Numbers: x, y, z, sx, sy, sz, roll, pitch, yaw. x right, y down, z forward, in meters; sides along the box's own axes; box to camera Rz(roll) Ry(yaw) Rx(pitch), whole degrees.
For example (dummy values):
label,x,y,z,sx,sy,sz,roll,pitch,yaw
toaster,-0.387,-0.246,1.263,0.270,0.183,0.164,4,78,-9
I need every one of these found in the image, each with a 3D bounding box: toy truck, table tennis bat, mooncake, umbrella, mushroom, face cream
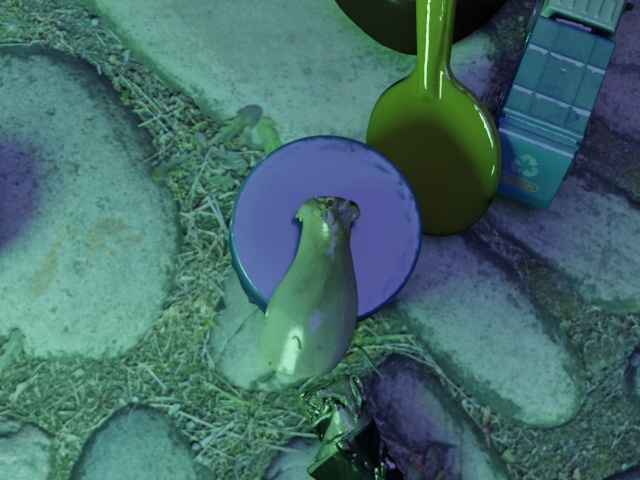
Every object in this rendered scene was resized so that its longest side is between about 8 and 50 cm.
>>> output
label,x,y,z,sx,sy,sz,roll,pitch,yaw
toy truck,0.344,-0.228,1.514,0.146,0.175,0.367,20,74,4
table tennis bat,0.157,-0.185,1.447,0.224,0.054,0.368,12,111,37
mooncake,0.150,-0.444,1.556,0.334,0.174,0.325,9,73,1
umbrella,0.082,0.347,1.375,0.106,0.113,0.357,-24,77,-32
mushroom,-0.003,0.054,1.232,0.116,0.093,0.225,14,85,18
face cream,0.000,0.000,1.399,0.249,0.225,0.248,1,82,-4
